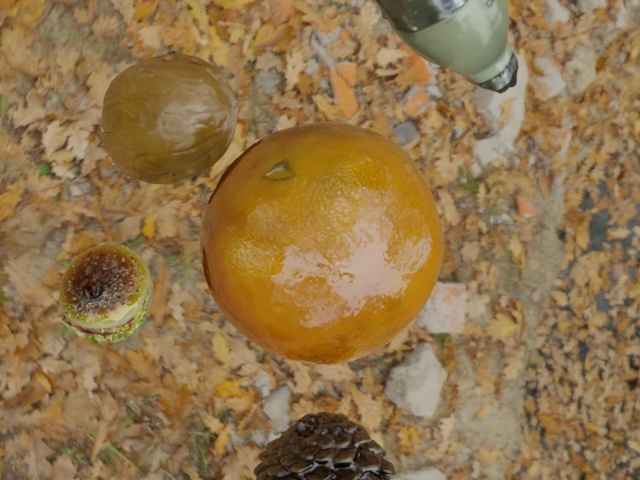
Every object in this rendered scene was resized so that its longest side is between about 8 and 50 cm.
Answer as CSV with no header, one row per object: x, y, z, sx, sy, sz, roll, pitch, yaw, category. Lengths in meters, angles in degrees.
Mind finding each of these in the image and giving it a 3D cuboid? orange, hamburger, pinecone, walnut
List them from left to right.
-0.293,0.072,1.042,0.126,0.081,0.141,8,72,7,hamburger
-0.211,-0.157,0.962,0.087,0.211,0.167,-6,88,-59,walnut
0.000,0.000,0.813,0.260,0.261,0.261,0,91,-26,orange
0.014,0.317,0.937,0.179,0.184,0.205,-19,110,12,pinecone

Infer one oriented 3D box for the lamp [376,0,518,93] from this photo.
0.095,-0.218,0.646,0.250,0.101,0.101,43,73,-36,lamp
